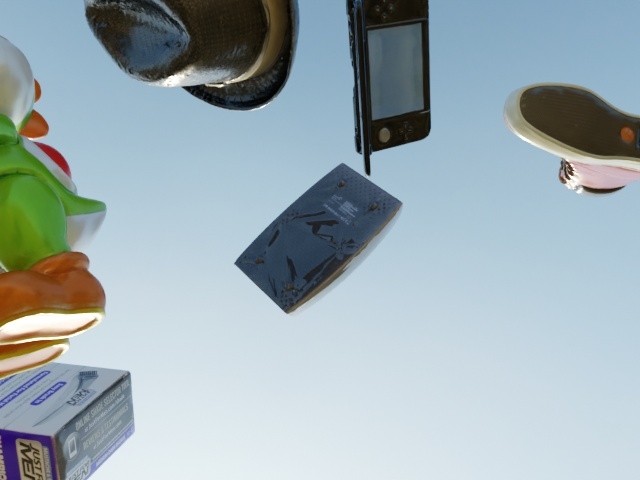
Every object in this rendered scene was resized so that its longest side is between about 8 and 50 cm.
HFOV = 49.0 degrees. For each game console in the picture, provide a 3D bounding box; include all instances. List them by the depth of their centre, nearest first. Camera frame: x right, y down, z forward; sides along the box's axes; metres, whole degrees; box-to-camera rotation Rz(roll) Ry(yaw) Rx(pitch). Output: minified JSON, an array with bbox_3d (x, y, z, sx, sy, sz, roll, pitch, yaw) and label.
[{"bbox_3d":[0.056,-0.120,0.522,0.107,0.071,0.122,-16,-65,-27],"label":"game console"}]

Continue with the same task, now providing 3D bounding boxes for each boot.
[{"bbox_3d":[0.313,-0.114,0.890,0.244,0.088,0.176,14,-14,-14],"label":"boot"}]

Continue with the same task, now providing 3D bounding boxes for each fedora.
[{"bbox_3d":[-0.188,-0.292,0.886,0.334,0.152,0.334,25,-49,33],"label":"fedora"}]

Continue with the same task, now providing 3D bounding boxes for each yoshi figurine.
[{"bbox_3d":[-0.318,-0.070,0.577,0.204,0.362,0.203,-22,-16,-5],"label":"yoshi figurine"}]

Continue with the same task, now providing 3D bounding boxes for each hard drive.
[{"bbox_3d":[0.000,0.000,1.143,0.255,0.172,0.054,-43,-40,-10],"label":"hard drive"}]

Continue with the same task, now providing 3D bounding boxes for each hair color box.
[{"bbox_3d":[-0.450,0.242,0.954,0.339,0.185,0.110,2,-75,15],"label":"hair color box"}]
